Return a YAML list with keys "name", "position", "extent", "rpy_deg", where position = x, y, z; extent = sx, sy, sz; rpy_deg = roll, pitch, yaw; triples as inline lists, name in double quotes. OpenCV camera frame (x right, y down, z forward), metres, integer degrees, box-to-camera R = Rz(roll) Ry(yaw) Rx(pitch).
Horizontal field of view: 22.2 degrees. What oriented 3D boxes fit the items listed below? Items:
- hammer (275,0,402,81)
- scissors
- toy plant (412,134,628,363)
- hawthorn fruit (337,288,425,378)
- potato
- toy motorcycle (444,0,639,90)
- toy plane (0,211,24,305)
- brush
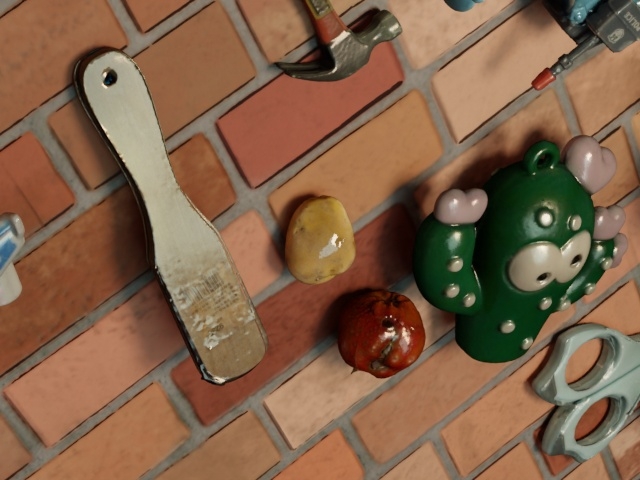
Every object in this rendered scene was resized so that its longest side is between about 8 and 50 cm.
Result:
- name: "hammer"
  position: [-0.028, -0.242, 1.330]
  extent: [0.111, 0.033, 0.288]
  rpy_deg: [-39, 132, -9]
- name: "scissors"
  position: [0.390, 0.120, 1.842]
  extent: [0.360, 0.029, 0.191]
  rpy_deg: [-27, 128, -18]
- name: "toy plant"
  position: [0.197, 0.005, 1.584]
  extent: [0.232, 0.112, 0.243]
  rpy_deg: [-32, 136, -12]
- name: "hawthorn fruit"
  position: [0.057, 0.094, 1.563]
  extent: [0.093, 0.093, 0.093]
  rpy_deg: [-17, 126, -25]
- name: "potato"
  position: [0.000, 0.000, 1.486]
  extent: [0.068, 0.062, 0.083]
  rpy_deg: [-20, 107, -42]
- name: "toy motorcycle"
  position: [0.198, -0.249, 1.417]
  extent: [0.182, 0.124, 0.272]
  rpy_deg: [-40, 140, 14]
- name: "toy plane"
  position: [-0.347, 0.045, 1.229]
  extent: [0.266, 0.122, 0.267]
  rpy_deg: [-18, 129, -24]
- name: "brush"
  position: [-0.131, -0.022, 1.386]
  extent: [0.070, 0.065, 0.327]
  rpy_deg: [-27, 120, -10]
